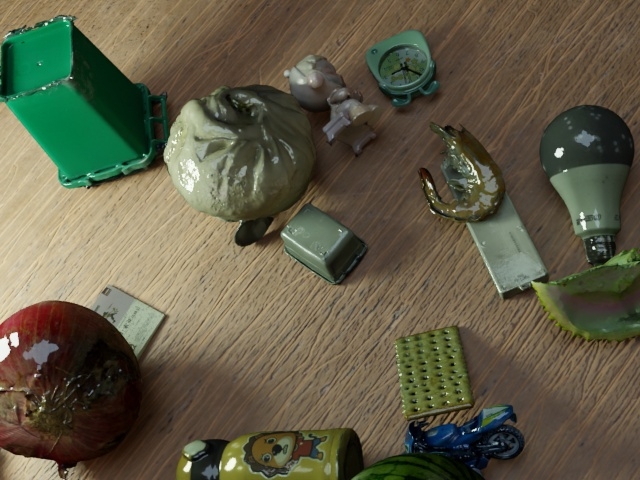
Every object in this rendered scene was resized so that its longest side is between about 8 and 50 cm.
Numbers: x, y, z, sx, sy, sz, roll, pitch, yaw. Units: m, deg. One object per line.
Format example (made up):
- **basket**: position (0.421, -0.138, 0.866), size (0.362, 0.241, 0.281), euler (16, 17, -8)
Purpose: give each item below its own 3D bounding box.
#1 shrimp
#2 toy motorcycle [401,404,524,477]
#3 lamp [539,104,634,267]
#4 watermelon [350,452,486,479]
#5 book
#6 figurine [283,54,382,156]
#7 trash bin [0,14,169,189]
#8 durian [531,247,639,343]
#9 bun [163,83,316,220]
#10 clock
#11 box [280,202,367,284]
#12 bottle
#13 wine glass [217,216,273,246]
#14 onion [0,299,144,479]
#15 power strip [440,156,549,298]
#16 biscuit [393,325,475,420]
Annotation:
- **shrimp**: position (0.280, -0.138, 1.824), size (0.173, 0.058, 0.253), euler (-42, 61, 5)
- **toy motorcycle**: position (0.243, 0.368, 1.573), size (0.254, 0.135, 0.092), euler (-24, 23, 21)
- **lamp**: position (0.547, -0.121, 1.710), size (0.182, 0.182, 0.314), euler (-18, 66, 8)
- **watermelon**: position (0.189, 0.481, 1.418), size (0.331, 0.189, 0.331), euler (12, 38, -10)
- **book**: position (-0.451, 0.185, 1.963), size (0.181, 0.014, 0.127), euler (25, 75, 26)
- **figurine**: position (0.019, -0.322, 1.974), size (0.257, 0.182, 0.144), euler (53, 131, 27)
- **trash bin**: position (-0.551, -0.319, 2.031), size (0.295, 0.381, 0.259), euler (-15, 62, 9)
- **durian**: position (0.583, 0.082, 1.600), size (0.355, 0.169, 0.157), euler (-23, 58, 7)
- **bun**: position (-0.166, -0.212, 1.886), size (0.359, 0.211, 0.360), euler (9, 43, -8)
- **clock**: position (0.194, -0.392, 2.017), size (0.148, 0.060, 0.188), euler (-21, 61, 6)
- **box**: position (0.000, 0.000, 1.866), size (0.172, 0.093, 0.124), euler (33, 77, 28)
- **bottle**: position (-0.104, 0.445, 1.636), size (0.351, 0.171, 0.171), euler (-5, 63, 15)
- **wine glass**: position (-0.210, -0.091, 1.972), size (0.103, 0.103, 0.222), euler (-40, 61, -4)
- **onion**: position (-0.533, 0.302, 1.767), size (0.353, 0.353, 0.353), euler (-7, 63, 14)
- **power strip**: position (0.355, -0.048, 1.808), size (0.106, 0.043, 0.367), euler (-23, 60, 6)
- **biscuit**: position (0.212, 0.249, 1.660), size (0.139, 0.016, 0.231), euler (-14, 32, 9)
